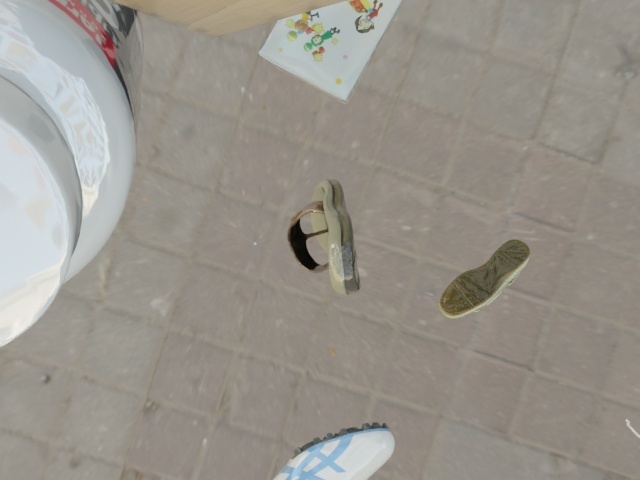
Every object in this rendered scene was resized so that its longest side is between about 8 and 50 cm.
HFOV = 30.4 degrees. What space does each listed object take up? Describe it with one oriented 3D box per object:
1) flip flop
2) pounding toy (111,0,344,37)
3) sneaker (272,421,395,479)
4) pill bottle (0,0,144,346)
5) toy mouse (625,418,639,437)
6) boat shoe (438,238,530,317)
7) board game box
[{"bbox_3d":[0.000,0.000,1.418,0.080,0.277,0.112,-13,107,1],"label":"flip flop"},{"bbox_3d":[-0.049,-0.171,0.485,0.100,0.130,0.141,13,79,-40],"label":"pounding toy"},{"bbox_3d":[-0.027,0.246,1.027,0.237,0.085,0.086,-36,61,-1],"label":"sneaker"},{"bbox_3d":[-0.185,-0.070,0.626,0.176,0.318,0.176,-3,116,-6],"label":"pill bottle"},{"bbox_3d":[0.372,0.224,1.142,0.161,0.143,0.031,49,121,37],"label":"toy mouse"},{"bbox_3d":[0.225,0.059,1.610,0.153,0.048,0.056,-41,63,-17],"label":"boat shoe"},{"bbox_3d":[0.059,-0.288,1.156,0.097,0.224,0.303,28,95,-1],"label":"board game box"}]
